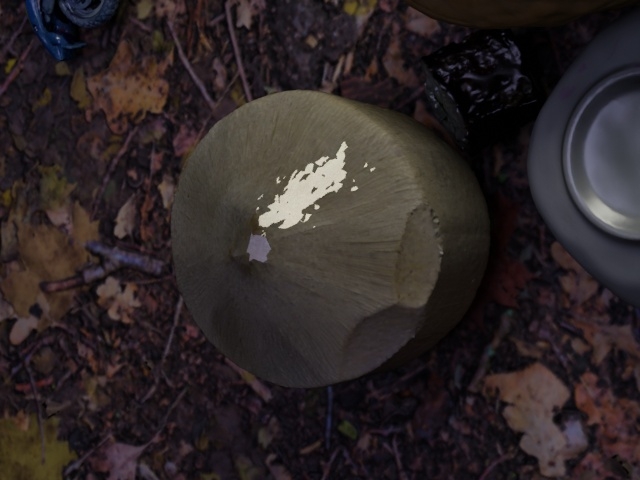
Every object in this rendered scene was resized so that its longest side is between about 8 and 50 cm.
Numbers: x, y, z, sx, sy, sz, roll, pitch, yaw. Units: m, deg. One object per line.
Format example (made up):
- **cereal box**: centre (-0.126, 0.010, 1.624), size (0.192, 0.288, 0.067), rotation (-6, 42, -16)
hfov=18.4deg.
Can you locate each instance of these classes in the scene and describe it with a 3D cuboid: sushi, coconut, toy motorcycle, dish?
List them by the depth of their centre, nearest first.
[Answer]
- **dish**: centre (0.266, -0.064, 1.500), size (0.256, 0.117, 0.256), rotation (0, 91, 32)
- **coconut**: centre (0.000, 0.000, 1.582), size (0.237, 0.266, 0.237), rotation (-1, 86, 24)
- **sushi**: centre (0.127, -0.129, 1.593), size (0.084, 0.094, 0.098), rotation (-29, 70, 0)
- **toy motorcycle**: centre (-0.272, -0.298, 1.861), size (0.135, 0.092, 0.254), rotation (-29, 84, 38)

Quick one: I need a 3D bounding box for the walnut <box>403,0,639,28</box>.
- **walnut**: centre (0.174, -0.288, 1.464), size (0.313, 0.277, 0.252), rotation (-4, 100, 44)
